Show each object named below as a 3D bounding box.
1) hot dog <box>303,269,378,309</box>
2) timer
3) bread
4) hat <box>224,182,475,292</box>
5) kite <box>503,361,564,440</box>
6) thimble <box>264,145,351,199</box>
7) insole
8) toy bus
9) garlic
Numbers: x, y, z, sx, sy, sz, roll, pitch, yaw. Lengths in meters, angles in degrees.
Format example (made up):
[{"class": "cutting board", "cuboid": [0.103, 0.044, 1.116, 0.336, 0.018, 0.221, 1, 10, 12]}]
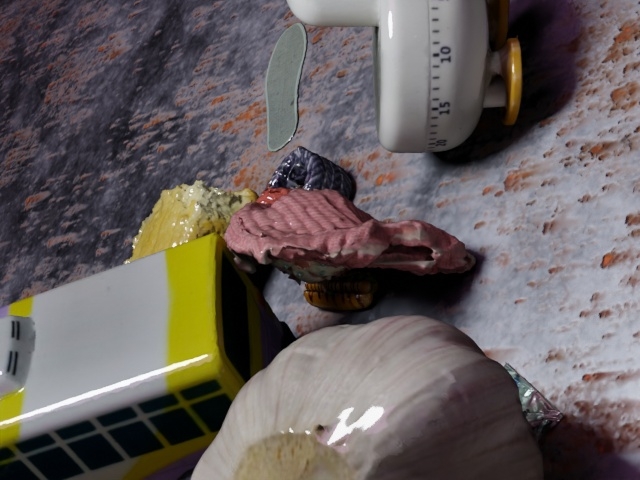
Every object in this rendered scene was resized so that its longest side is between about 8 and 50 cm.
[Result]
[{"class": "hot dog", "cuboid": [0.019, 0.051, 1.590, 0.122, 0.037, 0.049, -3, 62, 53]}, {"class": "timer", "cuboid": [0.084, -0.209, 1.538, 0.240, 0.233, 0.234, -1, 47, -1]}, {"class": "bread", "cuboid": [-0.160, 0.043, 1.748, 0.174, 0.121, 0.246, -11, 54, 51]}, {"class": "hat", "cuboid": [0.000, 0.000, 1.525, 0.286, 0.236, 0.107, 26, 109, 63]}, {"class": "kite", "cuboid": [0.159, 0.172, 1.326, 0.156, 0.011, 0.139, -16, 47, 45]}, {"class": "thimble", "cuboid": [-0.018, -0.051, 1.704, 0.104, 0.066, 0.095, -60, 31, -1]}, {"class": "insole", "cuboid": [-0.050, -0.206, 1.939, 0.080, 0.003, 0.232, -31, 40, 34]}, {"class": "toy bus", "cuboid": [-0.261, 0.180, 1.543, 0.439, 0.249, 0.209, -19, 43, 14]}, {"class": "garlic", "cuboid": [0.054, 0.211, 1.215, 0.317, 0.259, 0.318, -1, 89, 27]}]
